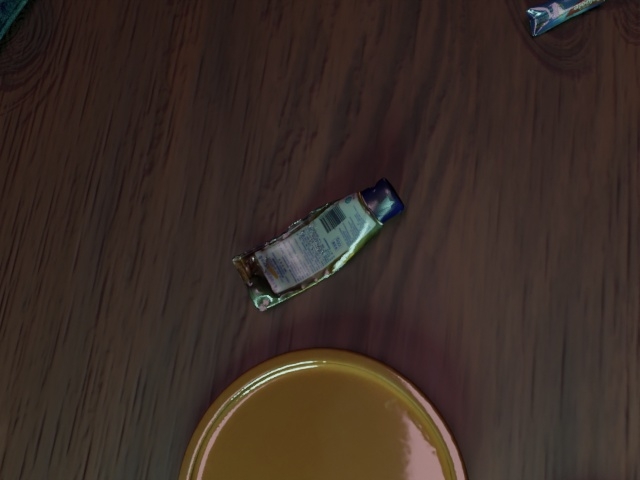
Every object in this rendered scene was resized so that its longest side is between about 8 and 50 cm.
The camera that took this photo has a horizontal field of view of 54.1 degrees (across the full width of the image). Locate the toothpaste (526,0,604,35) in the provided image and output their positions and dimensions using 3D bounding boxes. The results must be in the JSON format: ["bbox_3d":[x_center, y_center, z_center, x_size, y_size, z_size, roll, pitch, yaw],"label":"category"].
[{"bbox_3d":[0.235,-0.220,0.590,0.083,0.019,0.027,-22,97,6],"label":"toothpaste"}]

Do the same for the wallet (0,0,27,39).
[{"bbox_3d":[-0.449,-0.243,0.713,0.190,0.046,0.379,28,82,15],"label":"wallet"}]

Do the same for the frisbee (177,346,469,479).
[{"bbox_3d":[-0.004,0.212,0.507,0.250,0.021,0.251,-7,68,17],"label":"frisbee"}]

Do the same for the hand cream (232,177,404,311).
[{"bbox_3d":[0.000,0.000,0.573,0.163,0.039,0.062,-32,74,8],"label":"hand cream"}]
